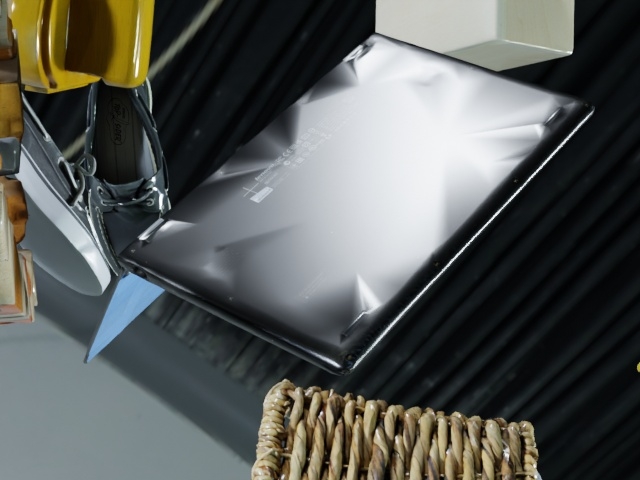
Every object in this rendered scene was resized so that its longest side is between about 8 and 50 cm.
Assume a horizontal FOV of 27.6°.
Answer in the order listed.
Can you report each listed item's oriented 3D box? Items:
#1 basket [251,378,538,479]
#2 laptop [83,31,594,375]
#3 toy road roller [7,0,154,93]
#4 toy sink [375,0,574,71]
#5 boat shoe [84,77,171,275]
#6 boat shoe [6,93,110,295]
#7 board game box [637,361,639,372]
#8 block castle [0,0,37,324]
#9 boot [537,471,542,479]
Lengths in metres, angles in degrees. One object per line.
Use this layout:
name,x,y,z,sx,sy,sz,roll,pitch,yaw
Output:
basket,0.034,0.287,0.993,0.223,0.213,0.299,9,52,-6
laptop,0.000,0.000,1.282,0.408,0.236,0.382,23,54,34
toy road roller,-0.312,-0.283,1.671,0.241,0.202,0.329,11,14,10
toy sink,0.187,-0.288,1.580,0.131,0.234,0.152,5,84,-33
boat shoe,-0.290,-0.100,1.934,0.127,0.340,0.113,0,1,0
boat shoe,-0.325,-0.064,1.541,0.105,0.113,0.306,-57,130,-32
board game box,0.464,0.099,1.353,0.124,0.259,0.039,-47,120,-38
block castle,-0.346,-0.080,1.016,0.213,0.453,0.303,-5,84,-10
boot,0.166,0.355,1.484,0.095,0.123,0.258,43,82,6
